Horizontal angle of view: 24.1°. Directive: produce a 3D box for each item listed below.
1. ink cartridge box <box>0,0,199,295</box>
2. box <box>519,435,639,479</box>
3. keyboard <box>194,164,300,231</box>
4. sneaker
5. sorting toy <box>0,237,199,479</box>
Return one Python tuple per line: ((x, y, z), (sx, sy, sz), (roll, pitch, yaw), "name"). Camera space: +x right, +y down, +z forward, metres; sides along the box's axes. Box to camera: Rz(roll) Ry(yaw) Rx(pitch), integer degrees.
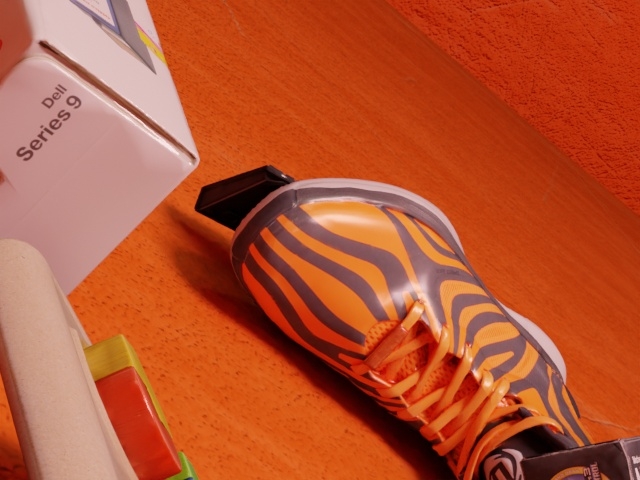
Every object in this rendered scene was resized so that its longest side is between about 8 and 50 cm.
((-0.152, -0.059, 0.670), (0.093, 0.154, 0.212), (36, 17, -32), "ink cartridge box")
((0.205, 0.217, 0.858), (0.270, 0.060, 0.216), (8, 68, -64), "box")
((0.000, 0.000, 1.010), (0.180, 0.108, 0.023), (29, 56, -35), "keyboard")
((0.087, 0.088, 0.941), (0.321, 0.124, 0.180), (33, 19, -35), "sneaker")
((-0.053, 0.117, 0.559), (0.193, 0.038, 0.208), (62, -2, 45), "sorting toy")
